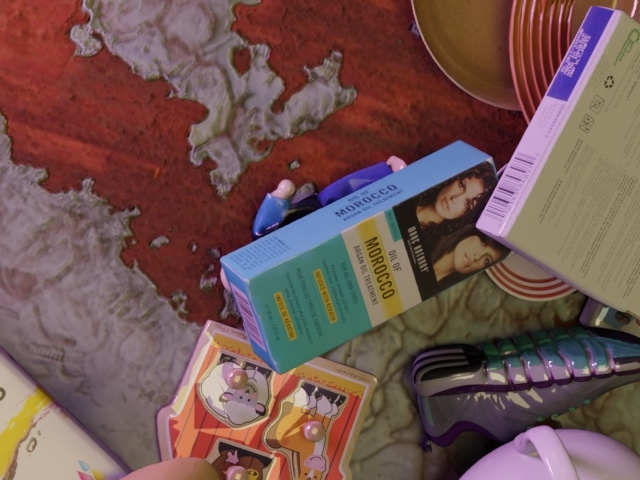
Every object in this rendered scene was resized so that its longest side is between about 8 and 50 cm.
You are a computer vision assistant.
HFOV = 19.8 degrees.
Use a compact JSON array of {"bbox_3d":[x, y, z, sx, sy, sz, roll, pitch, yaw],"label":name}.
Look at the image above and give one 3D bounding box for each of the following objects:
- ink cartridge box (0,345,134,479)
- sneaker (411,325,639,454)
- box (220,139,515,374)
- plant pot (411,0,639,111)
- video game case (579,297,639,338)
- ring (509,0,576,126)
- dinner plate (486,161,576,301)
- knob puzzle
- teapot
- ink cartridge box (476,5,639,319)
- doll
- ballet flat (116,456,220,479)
[{"bbox_3d":[-0.288,0.188,1.458,0.198,0.197,0.270,-47,109,-8],"label":"ink cartridge box"},{"bbox_3d":[0.196,0.140,1.677,0.223,0.083,0.098,-5,112,1],"label":"sneaker"},{"bbox_3d":[0.045,0.013,1.574,0.244,0.060,0.100,-27,117,-15],"label":"box"},{"bbox_3d":[0.185,-0.235,1.650,0.236,0.032,0.236,-2,98,-18],"label":"plant pot"},{"bbox_3d":[0.444,0.006,1.770,0.329,0.036,0.300,24,89,-21],"label":"video game case"},{"bbox_3d":[0.331,-0.186,1.669,0.336,0.032,0.337,-2,98,-17],"label":"ring"},{"bbox_3d":[0.205,-0.014,1.694,0.141,0.017,0.141,-2,98,-18],"label":"dinner plate"},{"bbox_3d":[-0.055,0.187,1.627,0.213,0.030,0.213,-3,99,-19],"label":"knob puzzle"},{"bbox_3d":[0.226,0.300,1.626,0.256,0.187,0.252,23,106,-25],"label":"teapot"},{"bbox_3d":[0.268,-0.060,1.614,0.224,0.045,0.223,30,87,-35],"label":"ink cartridge box"},{"bbox_3d":[0.000,0.000,1.611,0.189,0.046,0.129,-25,106,-14],"label":"doll"},{"bbox_3d":[-0.169,0.237,1.361,0.232,0.073,0.080,-27,106,-15],"label":"ballet flat"}]
